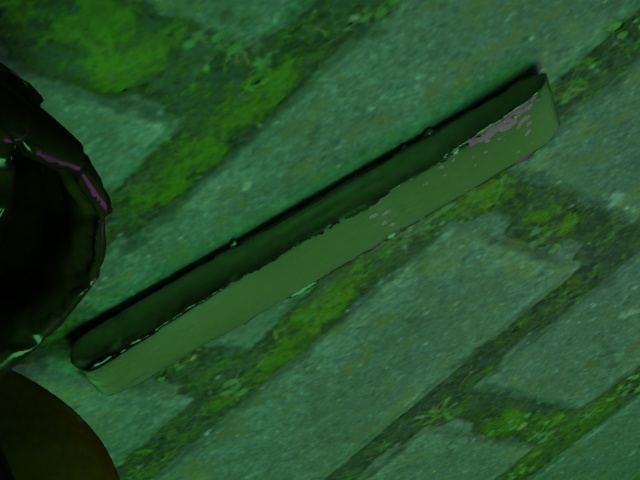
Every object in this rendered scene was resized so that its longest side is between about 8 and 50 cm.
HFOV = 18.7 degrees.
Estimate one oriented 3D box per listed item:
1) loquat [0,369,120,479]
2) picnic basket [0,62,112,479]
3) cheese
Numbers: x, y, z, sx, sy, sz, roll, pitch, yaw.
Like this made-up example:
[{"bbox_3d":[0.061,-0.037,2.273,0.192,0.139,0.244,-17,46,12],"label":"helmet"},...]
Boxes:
[{"bbox_3d":[-0.256,0.205,1.280,0.263,0.263,0.263,-23,151,-13],"label":"loquat"},{"bbox_3d":[-0.250,0.071,1.005,0.337,0.337,0.293,-34,152,8],"label":"picnic basket"},{"bbox_3d":[-0.001,-0.001,1.425,0.400,0.034,0.085,-30,157,0],"label":"cheese"}]
